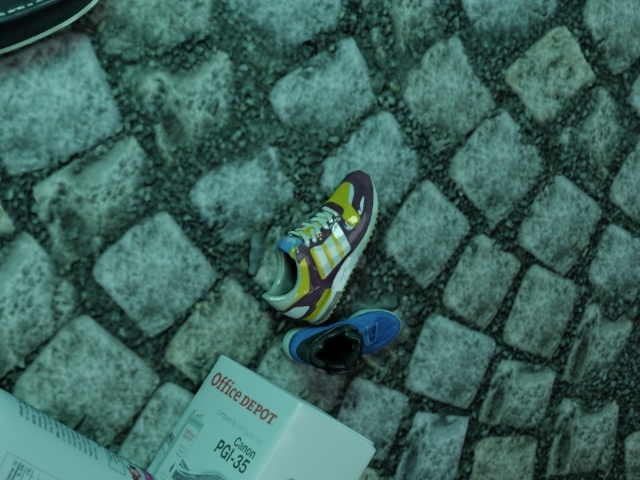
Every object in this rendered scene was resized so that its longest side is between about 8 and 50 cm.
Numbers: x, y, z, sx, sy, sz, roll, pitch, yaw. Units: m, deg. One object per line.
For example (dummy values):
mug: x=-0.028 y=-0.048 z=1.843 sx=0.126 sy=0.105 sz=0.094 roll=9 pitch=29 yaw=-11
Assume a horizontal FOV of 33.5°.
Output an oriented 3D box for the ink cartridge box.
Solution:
ink cartridge box: x=-0.099 y=0.283 z=1.114 sx=0.117 sy=0.207 sz=0.283 roll=37 pitch=80 yaw=-29

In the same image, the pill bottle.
pill bottle: x=-0.306 y=0.239 z=1.028 sx=0.283 sy=0.160 sz=0.160 roll=38 pitch=80 yaw=-27

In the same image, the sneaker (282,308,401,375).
sneaker: x=0.041 y=0.117 z=1.229 sx=0.152 sy=0.084 sz=0.058 roll=-5 pitch=100 yaw=-27

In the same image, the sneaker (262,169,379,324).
sneaker: x=0.000 y=0.000 z=1.199 sx=0.084 sy=0.069 sz=0.185 roll=23 pitch=86 yaw=-33

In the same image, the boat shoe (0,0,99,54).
boat shoe: x=-0.398 y=-0.241 z=0.899 sx=0.500 sy=0.156 sz=0.186 roll=-8 pitch=99 yaw=-33
